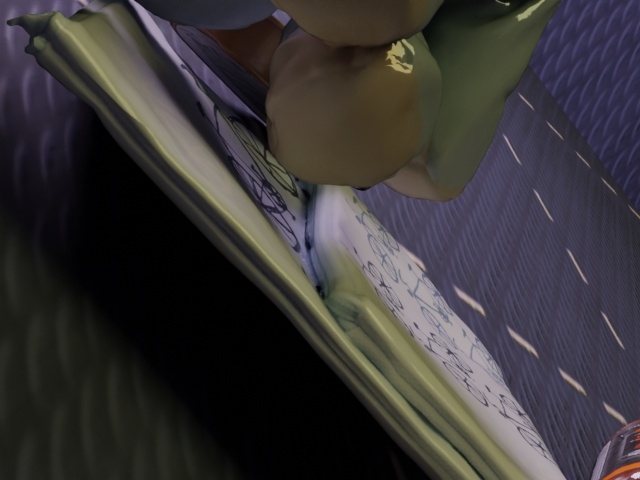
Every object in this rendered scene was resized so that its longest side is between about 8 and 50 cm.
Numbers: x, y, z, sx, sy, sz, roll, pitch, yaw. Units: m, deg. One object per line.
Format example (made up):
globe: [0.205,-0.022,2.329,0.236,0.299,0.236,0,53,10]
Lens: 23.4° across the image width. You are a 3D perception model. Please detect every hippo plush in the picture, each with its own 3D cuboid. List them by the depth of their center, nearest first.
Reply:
hippo plush: [0.008,-0.187,0.730,0.236,0.294,0.234,32,-8,25]

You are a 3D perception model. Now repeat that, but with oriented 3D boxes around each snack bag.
snack bag: [0.000,0.000,0.754,0.342,0.037,0.323,47,7,-11]

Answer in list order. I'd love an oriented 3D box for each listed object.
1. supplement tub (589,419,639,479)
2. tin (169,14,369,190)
supplement tub: [0.215,0.181,0.971,0.106,0.106,0.198,54,16,2]
tin: [-0.021,-0.090,0.914,0.106,0.040,0.189,40,-2,36]
